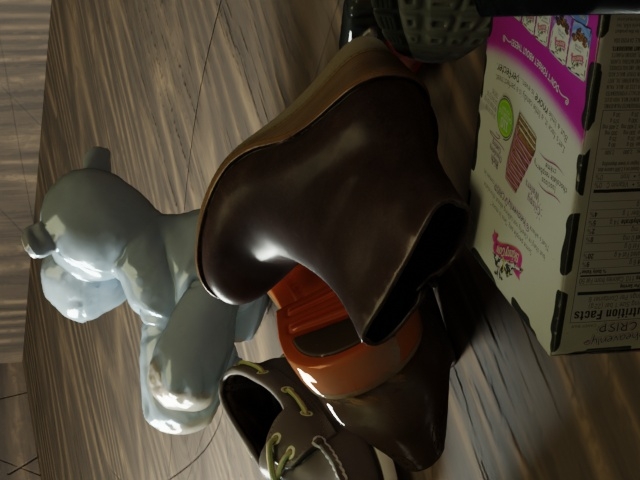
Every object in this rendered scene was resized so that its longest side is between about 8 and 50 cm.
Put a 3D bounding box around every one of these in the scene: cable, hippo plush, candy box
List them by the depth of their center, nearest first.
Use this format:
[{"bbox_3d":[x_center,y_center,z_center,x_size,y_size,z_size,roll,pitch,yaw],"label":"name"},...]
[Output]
[{"bbox_3d":[0.151,-0.071,1.082,0.159,0.071,0.233,-120,32,-59],"label":"candy box"},{"bbox_3d":[0.052,-0.125,1.483,0.287,0.072,0.139,95,168,-62],"label":"cable"},{"bbox_3d":[-0.182,0.041,1.837,0.294,0.236,0.234,105,-172,-52],"label":"hippo plush"}]

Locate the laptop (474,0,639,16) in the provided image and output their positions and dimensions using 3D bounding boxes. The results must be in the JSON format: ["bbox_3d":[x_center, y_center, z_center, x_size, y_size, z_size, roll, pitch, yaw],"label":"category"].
[{"bbox_3d":[0.162,-0.262,0.967,0.264,0.136,0.234,-54,21,-8],"label":"laptop"}]

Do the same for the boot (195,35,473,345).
[{"bbox_3d":[0.000,0.000,1.263,0.248,0.090,0.207,-55,33,28],"label":"boot"}]

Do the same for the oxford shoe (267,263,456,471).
[{"bbox_3d":[0.030,0.049,1.433,0.133,0.130,0.364,59,-167,-24],"label":"oxford shoe"}]

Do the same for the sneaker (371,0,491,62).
[{"bbox_3d":[0.095,-0.263,1.240,0.129,0.111,0.297,-86,4,-65],"label":"sneaker"}]

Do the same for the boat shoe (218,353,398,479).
[{"bbox_3d":[-0.010,0.190,1.638,0.324,0.096,0.117,-126,36,-62],"label":"boat shoe"}]
